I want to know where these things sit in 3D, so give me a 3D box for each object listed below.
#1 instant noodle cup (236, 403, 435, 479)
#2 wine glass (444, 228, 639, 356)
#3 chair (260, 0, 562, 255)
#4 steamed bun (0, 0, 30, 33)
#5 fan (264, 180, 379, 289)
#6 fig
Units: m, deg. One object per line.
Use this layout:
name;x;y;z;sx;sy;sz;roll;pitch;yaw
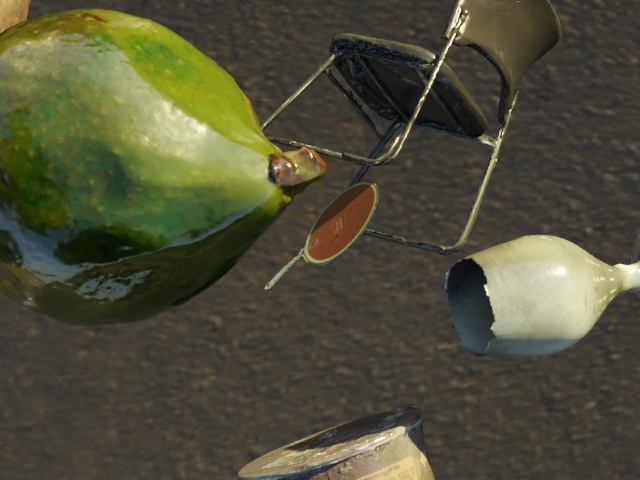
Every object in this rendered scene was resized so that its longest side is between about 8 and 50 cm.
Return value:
instant noodle cup;0.043;0.308;1.616;0.217;0.217;0.207;-19;90;28
wine glass;0.258;0.050;1.554;0.126;0.241;0.126;170;90;-69
chair;0.080;-0.124;1.233;0.145;0.140;0.221;17;70;41
steamed bun;-0.359;-0.161;1.146;0.252;0.199;0.301;23;71;-6
fan;0.000;0.000;1.246;0.133;0.085;0.005;-40;118;21
fig;-0.111;-0.042;0.906;0.245;0.195;0.195;10;97;43
